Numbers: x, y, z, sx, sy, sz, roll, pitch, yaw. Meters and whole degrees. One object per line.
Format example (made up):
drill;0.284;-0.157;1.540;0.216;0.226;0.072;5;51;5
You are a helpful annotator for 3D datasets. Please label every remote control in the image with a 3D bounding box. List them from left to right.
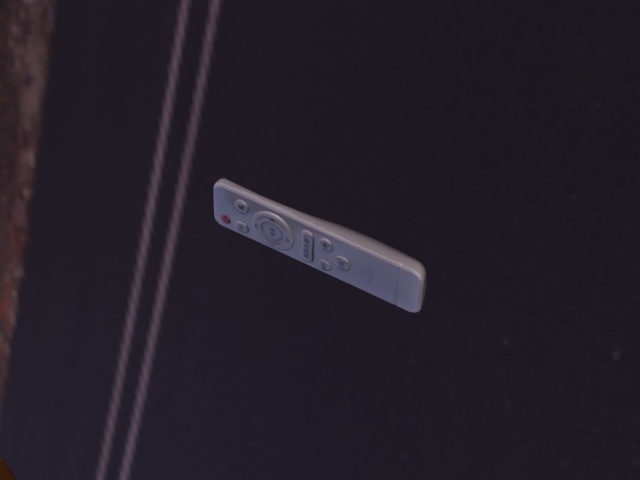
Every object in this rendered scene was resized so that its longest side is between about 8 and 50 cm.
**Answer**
remote control;0.000;0.000;1.119;0.184;0.027;0.050;24;142;17

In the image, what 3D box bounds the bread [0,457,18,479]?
bread;-0.295;0.267;1.140;0.116;0.077;0.200;71;-150;-52
